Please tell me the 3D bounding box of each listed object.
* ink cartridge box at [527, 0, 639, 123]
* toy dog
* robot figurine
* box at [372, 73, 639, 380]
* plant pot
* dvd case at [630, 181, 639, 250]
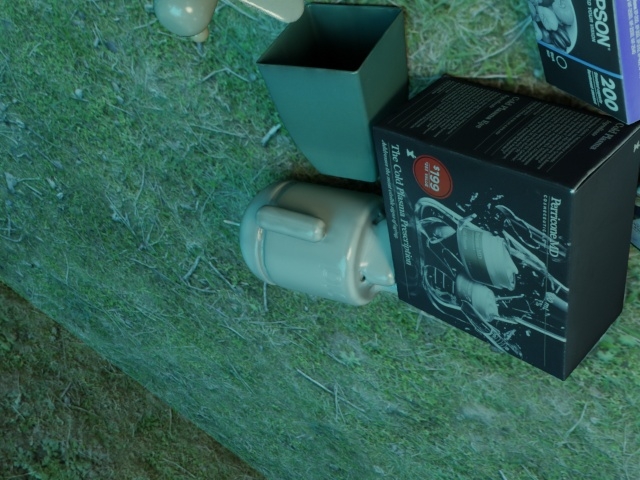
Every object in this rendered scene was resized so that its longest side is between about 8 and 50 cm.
[{"bbox_3d":[0.333,-0.240,0.857,0.208,0.045,0.206,45,169,47],"label":"ink cartridge box"},{"bbox_3d":[-0.093,-0.377,0.980,0.220,0.333,0.161,43,166,33],"label":"toy dog"},{"bbox_3d":[0.000,0.000,1.320,0.353,0.200,0.300,12,168,28],"label":"robot figurine"},{"bbox_3d":[0.266,-0.025,1.061,0.312,0.179,0.343,24,141,39],"label":"box"},{"bbox_3d":[0.039,-0.214,1.122,0.165,0.166,0.234,12,141,28],"label":"plant pot"},{"bbox_3d":[0.497,-0.019,0.988,0.180,0.022,0.253,38,168,-1],"label":"dvd case"}]
